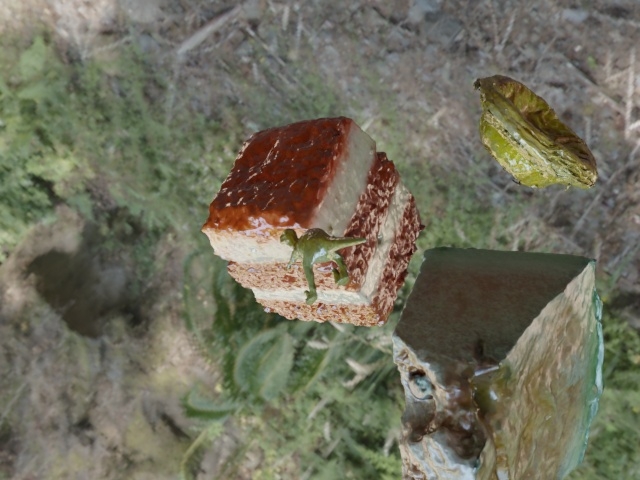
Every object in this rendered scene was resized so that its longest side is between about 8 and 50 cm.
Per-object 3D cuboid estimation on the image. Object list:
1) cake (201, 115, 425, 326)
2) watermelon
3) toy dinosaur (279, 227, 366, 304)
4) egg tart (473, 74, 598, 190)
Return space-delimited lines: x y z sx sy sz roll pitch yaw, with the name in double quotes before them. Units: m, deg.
"cake" -0.010 -0.036 1.483 0.270 0.269 0.319 0 144 34
"watermelon" 0.158 0.151 0.833 0.151 0.302 0.264 11 114 39
"toy dinosaur" 0.000 0.000 1.020 0.162 0.039 0.126 -55 46 41
"egg tart" 0.389 -0.189 1.548 0.295 0.116 0.295 29 -148 -20
